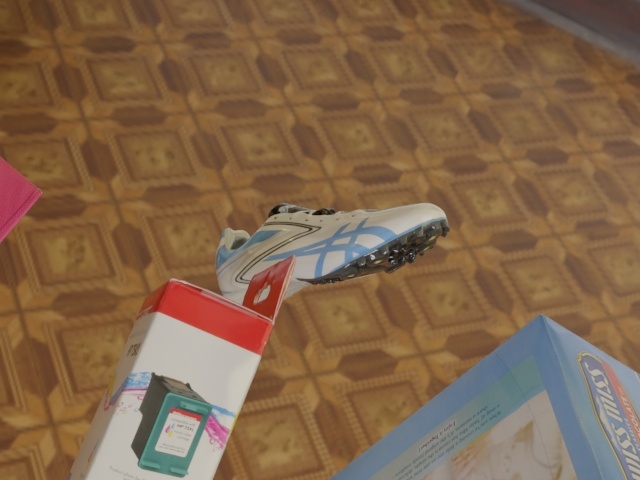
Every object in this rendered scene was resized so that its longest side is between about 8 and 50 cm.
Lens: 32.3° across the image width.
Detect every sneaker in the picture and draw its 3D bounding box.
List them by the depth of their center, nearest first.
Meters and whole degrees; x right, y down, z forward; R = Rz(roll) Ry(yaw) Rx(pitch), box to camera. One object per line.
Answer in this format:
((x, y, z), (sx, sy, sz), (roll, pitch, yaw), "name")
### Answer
((0.000, 0.000, 0.940), (0.085, 0.237, 0.086), (-2, 78, -53), "sneaker")

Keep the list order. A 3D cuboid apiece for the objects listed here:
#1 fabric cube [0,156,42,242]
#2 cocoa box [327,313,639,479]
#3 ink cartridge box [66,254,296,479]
((-0.502, -0.010, 1.149), (0.258, 0.254, 0.259), (43, 46, -13), "fabric cube")
((0.157, 0.278, 0.922), (0.228, 0.347, 0.231), (31, 30, -30), "cocoa box")
((-0.103, 0.108, 0.750), (0.078, 0.134, 0.231), (24, 75, -12), "ink cartridge box")
